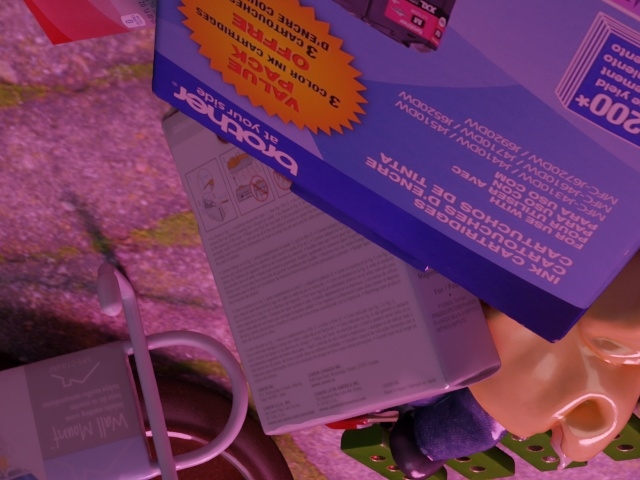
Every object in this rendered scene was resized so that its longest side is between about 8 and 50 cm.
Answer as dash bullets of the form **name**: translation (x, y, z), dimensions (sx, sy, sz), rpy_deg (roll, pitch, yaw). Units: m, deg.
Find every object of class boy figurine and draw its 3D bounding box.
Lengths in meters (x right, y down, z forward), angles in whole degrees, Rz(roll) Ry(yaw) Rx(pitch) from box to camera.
- **boy figurine**: translation (0.137, 0.059, 0.859), dimensions (0.285, 0.092, 0.177), rpy_deg (-36, 88, 43)

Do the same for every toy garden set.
- **toy garden set**: translation (0.121, 0.133, 1.079), dimensions (0.244, 0.049, 0.204), rpy_deg (-15, 145, 32)

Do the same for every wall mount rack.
- **wall mount rack**: translation (-0.220, 0.192, 1.019), dimensions (0.350, 0.304, 0.130), rpy_deg (-15, 166, 0)

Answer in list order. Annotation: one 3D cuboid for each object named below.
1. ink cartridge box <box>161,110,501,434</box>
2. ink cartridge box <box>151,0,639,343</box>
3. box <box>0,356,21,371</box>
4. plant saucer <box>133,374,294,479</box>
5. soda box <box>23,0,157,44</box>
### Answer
- **ink cartridge box**: translation (0.000, 0.000, 0.874), dimensions (0.066, 0.232, 0.189), rpy_deg (-11, 172, -41)
- **ink cartridge box**: translation (0.069, -0.117, 0.630), dimensions (0.270, 0.151, 0.395), rpy_deg (32, 156, 7)
- **box**: translation (-0.293, 0.229, 1.227), dimensions (0.203, 0.168, 0.167), rpy_deg (29, 139, -20)
- **plant saucer**: translation (-0.150, 0.272, 1.142), dimensions (0.311, 0.310, 0.050), rpy_deg (29, 170, -19)
- **soda box**: translation (-0.156, -0.229, 0.694), dimensions (0.084, 0.092, 0.263), rpy_deg (-6, 138, 23)
